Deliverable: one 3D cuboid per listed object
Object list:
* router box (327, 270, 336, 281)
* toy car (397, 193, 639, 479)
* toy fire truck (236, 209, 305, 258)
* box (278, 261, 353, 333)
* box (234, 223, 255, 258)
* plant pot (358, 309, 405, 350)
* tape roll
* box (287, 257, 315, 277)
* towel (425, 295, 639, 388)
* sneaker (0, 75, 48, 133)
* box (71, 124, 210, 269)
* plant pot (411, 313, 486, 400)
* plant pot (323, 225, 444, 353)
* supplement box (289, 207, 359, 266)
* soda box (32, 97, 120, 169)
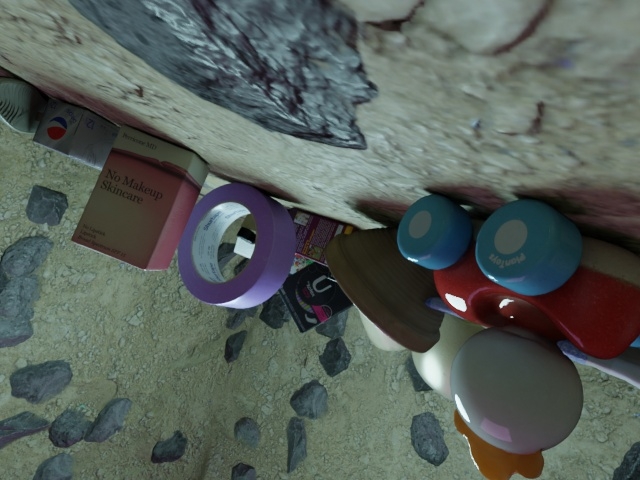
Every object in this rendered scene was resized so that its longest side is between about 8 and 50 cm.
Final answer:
[{"bbox_3d":[0.124,0.073,1.183,0.179,0.133,0.046,22,176,5],"label":"router box"},{"bbox_3d":[0.179,0.105,0.430,0.219,0.238,0.210,24,176,-29],"label":"toy car"},{"bbox_3d":[-0.076,-0.010,1.265,0.217,0.158,0.246,18,165,43],"label":"toy fire truck"},{"bbox_3d":[0.031,0.134,1.285,0.165,0.270,0.143,60,-178,9],"label":"box"},{"bbox_3d":[-0.203,-0.003,1.660,0.182,0.119,0.181,21,-159,4],"label":"box"},{"bbox_3d":[0.218,0.185,1.465,0.256,0.256,0.274,17,148,51],"label":"plant pot"},{"bbox_3d":[-0.193,0.013,0.993,0.275,0.275,0.090,19,177,32],"label":"tape roll"},{"bbox_3d":[-0.062,0.071,1.459,0.159,0.233,0.044,21,177,-2],"label":"box"},{"bbox_3d":[0.312,0.130,0.595,0.285,0.034,0.209,17,-175,39],"label":"towel"},{"bbox_3d":[-0.569,-0.250,0.790,0.118,0.083,0.222,22,178,-6],"label":"sneaker"},{"bbox_3d":[-0.333,-0.074,0.833,0.148,0.232,0.127,21,177,1],"label":"box"},{"bbox_3d":[0.345,0.194,0.984,0.284,0.284,0.191,19,141,33],"label":"plant pot"},{"bbox_3d":[0.127,0.054,0.710,0.237,0.110,0.237,38,-163,-14],"label":"plant pot"},{"bbox_3d":[0.000,0.000,1.038,0.188,0.104,0.081,20,177,36],"label":"supplement box"},{"bbox_3d":[-0.433,-0.184,0.916,0.098,0.091,0.286,20,177,16],"label":"soda box"}]
